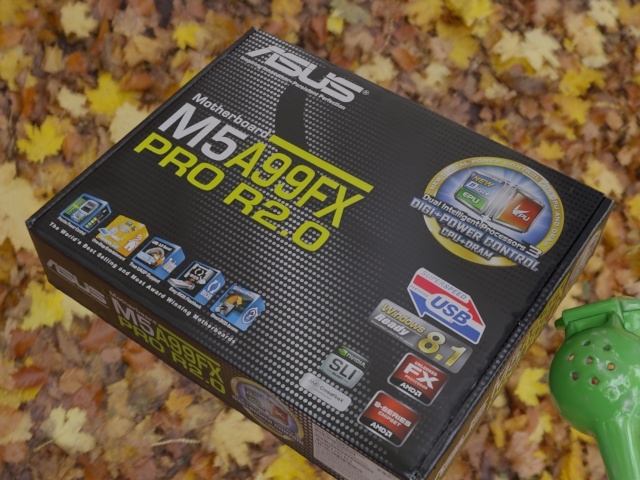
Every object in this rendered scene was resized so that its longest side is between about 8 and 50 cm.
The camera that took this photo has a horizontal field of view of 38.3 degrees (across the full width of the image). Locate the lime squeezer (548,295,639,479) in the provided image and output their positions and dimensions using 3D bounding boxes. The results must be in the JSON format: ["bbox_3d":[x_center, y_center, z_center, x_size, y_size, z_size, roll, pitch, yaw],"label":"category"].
[{"bbox_3d":[0.169,0.074,0.500,0.110,0.059,0.310,47,28,-12],"label":"lime squeezer"}]

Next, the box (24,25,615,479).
[{"bbox_3d":[0.000,0.000,0.547,0.270,0.060,0.216,30,59,21],"label":"box"}]
